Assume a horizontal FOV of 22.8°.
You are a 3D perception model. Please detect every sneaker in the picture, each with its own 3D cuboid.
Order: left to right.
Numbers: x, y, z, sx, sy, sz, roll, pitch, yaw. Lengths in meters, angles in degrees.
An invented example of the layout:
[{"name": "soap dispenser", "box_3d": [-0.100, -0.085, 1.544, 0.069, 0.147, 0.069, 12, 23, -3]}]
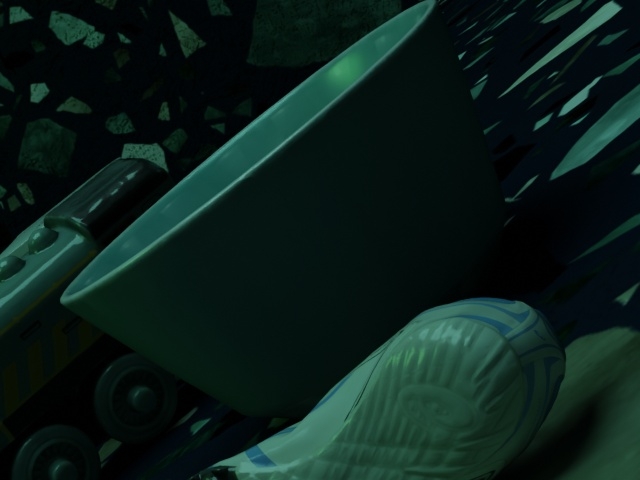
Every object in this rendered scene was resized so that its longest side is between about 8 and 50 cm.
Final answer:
[{"name": "sneaker", "box_3d": [0.018, 0.107, 0.729, 0.237, 0.085, 0.086, -38, -19, 30]}]

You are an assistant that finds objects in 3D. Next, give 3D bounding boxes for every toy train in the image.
[{"name": "toy train", "box_3d": [-0.204, 0.083, 1.323, 0.334, 0.190, 0.142, -42, 21, -21]}]

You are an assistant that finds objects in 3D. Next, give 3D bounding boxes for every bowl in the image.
[{"name": "bowl", "box_3d": [0.000, 0.000, 1.042, 0.311, 0.163, 0.311, -38, 8, 6]}]

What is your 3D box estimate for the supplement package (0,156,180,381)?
[{"name": "supplement package", "box_3d": [-0.203, 0.051, 1.538, 0.149, 0.194, 0.203, -38, 8, 8]}]
